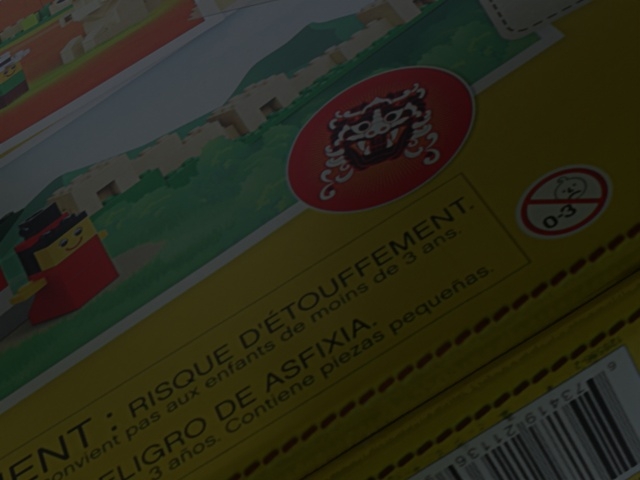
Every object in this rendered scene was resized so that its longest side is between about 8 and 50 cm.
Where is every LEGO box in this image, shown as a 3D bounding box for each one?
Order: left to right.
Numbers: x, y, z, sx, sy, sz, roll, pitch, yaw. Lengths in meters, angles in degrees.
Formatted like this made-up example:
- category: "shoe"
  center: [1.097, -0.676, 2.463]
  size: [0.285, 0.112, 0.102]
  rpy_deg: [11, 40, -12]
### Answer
- category: "LEGO box"
  center: [0.000, 0.000, 0.545]
  size: [0.500, 0.193, 0.372]
  rpy_deg: [-32, -142, 1]
